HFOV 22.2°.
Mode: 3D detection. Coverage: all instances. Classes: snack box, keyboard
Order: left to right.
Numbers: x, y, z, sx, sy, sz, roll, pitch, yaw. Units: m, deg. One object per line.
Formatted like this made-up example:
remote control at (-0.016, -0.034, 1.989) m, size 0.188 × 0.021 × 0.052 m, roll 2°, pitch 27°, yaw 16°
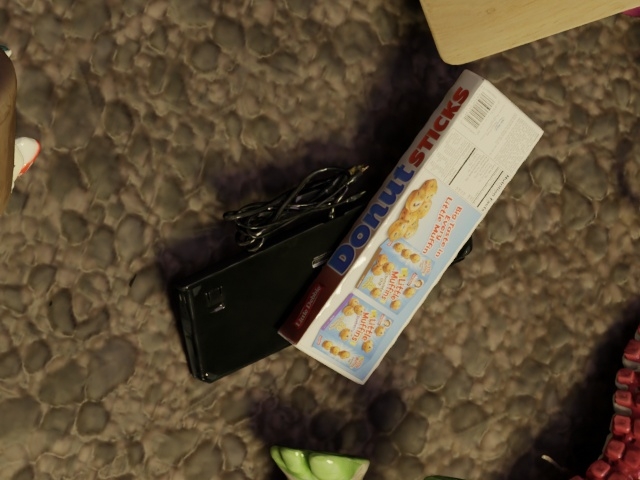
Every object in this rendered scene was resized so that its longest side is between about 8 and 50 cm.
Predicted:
keyboard at (0.000, 0.000, 0.914) m, size 0.192 × 0.038 × 0.100 m, roll -25°, pitch 129°, yaw -25°
snack box at (0.051, -0.006, 0.907) m, size 0.064 × 0.022 × 0.178 m, roll 34°, pitch 92°, yaw -44°

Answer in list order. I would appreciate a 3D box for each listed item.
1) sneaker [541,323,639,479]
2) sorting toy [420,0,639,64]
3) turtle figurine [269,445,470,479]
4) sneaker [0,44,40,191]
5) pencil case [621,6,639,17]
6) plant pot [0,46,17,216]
sneaker at (0.220, 0.142, 1.005) m, size 0.299 × 0.121 × 0.112 m, roll -49°, pitch 143°, yaw -16°
sorting toy at (0.149, -0.257, 0.859) m, size 0.257 × 0.089 × 0.255 m, roll -17°, pitch 104°, yaw 20°
turtle figurine at (-0.002, 0.246, 0.838) m, size 0.275 × 0.198 × 0.266 m, roll 14°, pitch 84°, yaw -32°
sneaker at (-0.170, -0.021, 0.798) m, size 0.075 × 0.057 × 0.161 m, roll -10°, pitch 97°, yaw -21°
pencil case at (0.215, -0.234, 0.957) m, size 0.095 × 0.098 × 0.209 m, roll 2°, pitch 99°, yaw -55°
plant pot at (-0.253, 0.035, 0.674) m, size 0.263 × 0.263 × 0.229 m, roll -11°, pitch 117°, yaw -27°
